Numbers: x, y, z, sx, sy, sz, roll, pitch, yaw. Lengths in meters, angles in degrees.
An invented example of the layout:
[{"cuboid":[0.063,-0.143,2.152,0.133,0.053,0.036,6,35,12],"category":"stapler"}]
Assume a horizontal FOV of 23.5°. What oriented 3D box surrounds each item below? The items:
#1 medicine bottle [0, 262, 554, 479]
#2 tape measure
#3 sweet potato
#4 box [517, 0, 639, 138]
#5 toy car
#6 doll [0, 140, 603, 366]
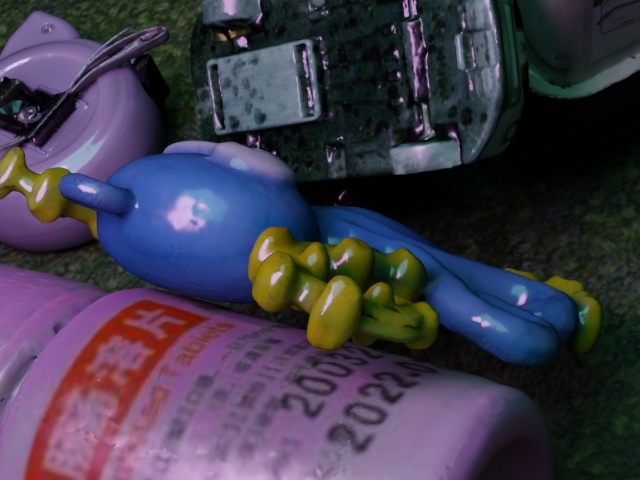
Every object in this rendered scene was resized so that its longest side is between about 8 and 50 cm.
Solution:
[{"cuboid":[-0.075,0.144,0.917,0.388,0.219,0.219,15,62,27],"category":"medicine bottle"},{"cuboid":[-0.210,-0.087,1.205,0.178,0.105,0.196,17,61,28],"category":"tape measure"},{"cuboid":[0.080,-0.085,1.132,0.264,0.057,0.057,-37,52,-9],"category":"sweet potato"},{"cuboid":[0.207,-0.216,1.076,0.290,0.166,0.220,-28,54,-20],"category":"box"},{"cuboid":[0.031,-0.110,1.023,0.306,0.125,0.136,-4,94,49],"category":"toy car"},{"cuboid":[0.000,0.000,0.945,0.346,0.341,0.098,20,99,57],"category":"doll"}]
